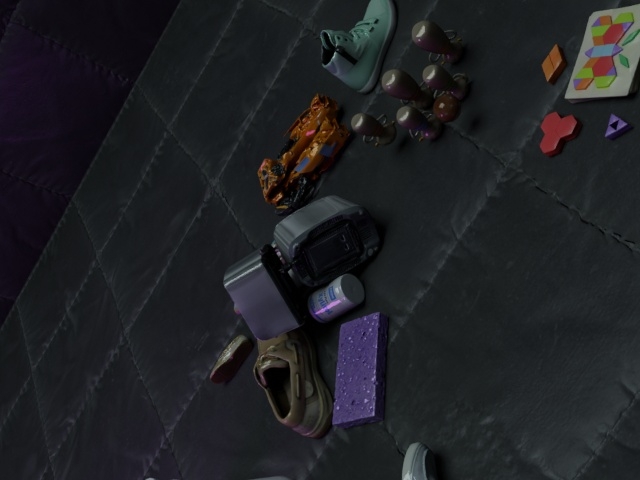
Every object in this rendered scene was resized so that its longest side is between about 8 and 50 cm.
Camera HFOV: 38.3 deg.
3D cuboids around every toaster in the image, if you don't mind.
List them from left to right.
[{"bbox_3d":[-0.114,0.101,1.906,0.110,0.186,0.168,-29,11,5],"label":"toaster"},{"bbox_3d":[0.000,0.000,1.904,0.227,0.129,0.146,-30,26,-11],"label":"toaster"}]

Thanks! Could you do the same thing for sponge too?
[{"bbox_3d":[0.078,0.249,1.775,0.117,0.031,0.210,-26,49,45],"label":"sponge"}]

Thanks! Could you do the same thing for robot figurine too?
[{"bbox_3d":[-0.051,-0.199,2.195,0.291,0.085,0.211,-49,36,24],"label":"robot figurine"}]

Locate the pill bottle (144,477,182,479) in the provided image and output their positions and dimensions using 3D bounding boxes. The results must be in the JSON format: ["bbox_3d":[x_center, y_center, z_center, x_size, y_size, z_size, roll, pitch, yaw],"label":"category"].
[{"bbox_3d":[-0.275,0.563,1.911,0.119,0.208,0.119,-33,44,40],"label":"pill bottle"}]

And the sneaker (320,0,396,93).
[{"bbox_3d":[0.083,-0.484,2.125,0.094,0.151,0.256,-11,60,54],"label":"sneaker"}]

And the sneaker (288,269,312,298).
[{"bbox_3d":[-0.022,0.049,2.020,0.094,0.080,0.212,34,105,45],"label":"sneaker"}]

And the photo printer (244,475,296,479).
[{"bbox_3d":[-0.129,0.536,1.645,0.256,0.307,0.107,-129,40,-61],"label":"photo printer"}]

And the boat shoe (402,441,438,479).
[{"bbox_3d":[0.183,0.433,1.480,0.081,0.079,0.228,-17,53,26],"label":"boat shoe"}]

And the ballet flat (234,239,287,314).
[{"bbox_3d":[-0.123,0.098,2.130,0.079,0.077,0.222,44,107,35],"label":"ballet flat"}]

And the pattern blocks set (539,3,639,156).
[{"bbox_3d":[0.488,-0.315,1.558,0.285,0.026,0.325,-15,58,50],"label":"pattern blocks set"}]

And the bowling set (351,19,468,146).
[{"bbox_3d":[0.218,-0.269,1.839,0.287,0.154,0.200,-53,53,16],"label":"bowling set"}]

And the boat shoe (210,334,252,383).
[{"bbox_3d":[-0.211,0.277,2.155,0.135,0.050,0.045,-47,33,10],"label":"boat shoe"}]

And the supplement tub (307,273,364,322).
[{"bbox_3d":[0.031,0.119,1.888,0.107,0.071,0.071,-35,44,40],"label":"supplement tub"}]

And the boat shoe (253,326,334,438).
[{"bbox_3d":[-0.076,0.262,1.910,0.122,0.110,0.341,-55,34,16],"label":"boat shoe"}]
